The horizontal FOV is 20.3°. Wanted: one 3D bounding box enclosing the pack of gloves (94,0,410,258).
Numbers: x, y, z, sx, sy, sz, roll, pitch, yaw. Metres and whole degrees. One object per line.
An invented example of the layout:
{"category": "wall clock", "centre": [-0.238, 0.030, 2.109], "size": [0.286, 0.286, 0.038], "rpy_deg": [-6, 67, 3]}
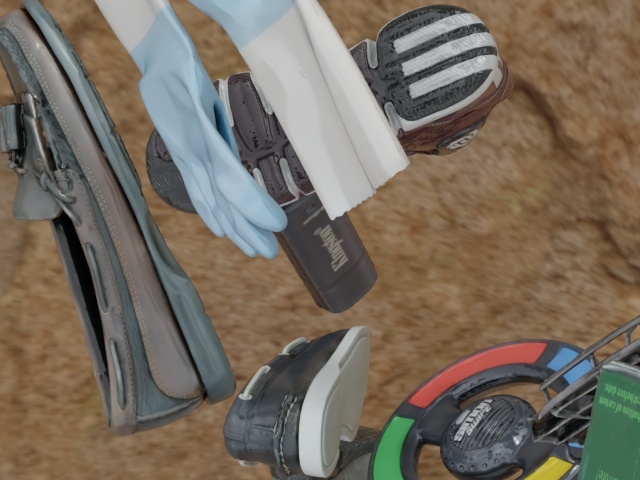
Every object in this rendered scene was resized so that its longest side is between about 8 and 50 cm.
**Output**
{"category": "pack of gloves", "centre": [-0.069, -0.099, 0.875], "size": [0.046, 0.195, 0.232], "rpy_deg": [-27, 86, -30]}

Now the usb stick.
{"category": "usb stick", "centre": [0.000, 0.000, 1.833], "size": [0.077, 0.278, 0.045], "rpy_deg": [-35, 62, -3]}

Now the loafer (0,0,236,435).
{"category": "loafer", "centre": [-0.141, -0.010, 1.061], "size": [0.084, 0.096, 0.268], "rpy_deg": [-27, 96, -10]}

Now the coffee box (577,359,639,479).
{"category": "coffee box", "centre": [0.108, 0.131, 0.452], "size": [0.113, 0.040, 0.184], "rpy_deg": [12, 92, -18]}

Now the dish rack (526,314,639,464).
{"category": "dish rack", "centre": [0.226, 0.034, 0.764], "size": [0.208, 0.271, 0.074], "rpy_deg": [-44, 51, 49]}

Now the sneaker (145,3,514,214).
{"category": "sneaker", "centre": [0.020, -0.078, 1.347], "size": [0.281, 0.162, 0.106], "rpy_deg": [-18, 76, 19]}

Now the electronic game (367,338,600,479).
{"category": "electronic game", "centre": [0.144, 0.168, 1.529], "size": [0.229, 0.229, 0.048], "rpy_deg": [-26, 120, 11]}

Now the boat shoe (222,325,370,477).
{"category": "boat shoe", "centre": [-0.015, 0.137, 1.617], "size": [0.091, 0.302, 0.114], "rpy_deg": [4, 94, 10]}

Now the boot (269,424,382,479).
{"category": "boot", "centre": [0.005, 0.279, 1.849], "size": [0.083, 0.246, 0.161], "rpy_deg": [10, 98, 27]}
